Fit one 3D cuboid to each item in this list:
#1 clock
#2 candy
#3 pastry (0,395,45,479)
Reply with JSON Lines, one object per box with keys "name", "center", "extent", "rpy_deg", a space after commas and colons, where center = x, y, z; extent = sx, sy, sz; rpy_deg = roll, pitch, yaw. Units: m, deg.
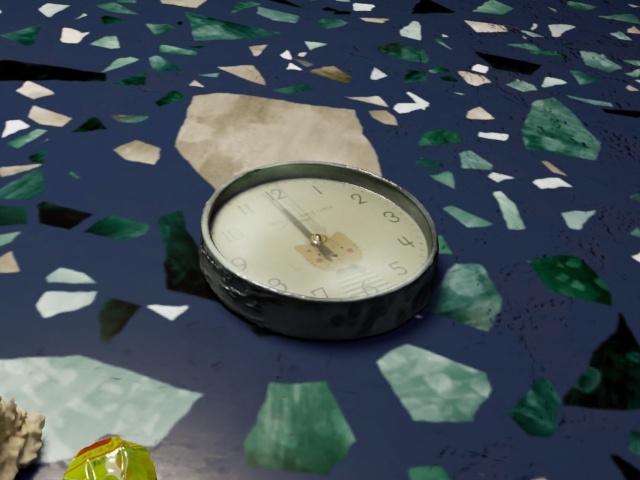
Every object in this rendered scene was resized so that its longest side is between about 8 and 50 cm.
{"name": "clock", "center": [0.000, 0.000, 0.750], "extent": [0.225, 0.049, 0.226], "rpy_deg": [5, 37, -4]}
{"name": "candy", "center": [-0.105, 0.200, 0.471], "extent": [0.058, 0.062, 0.194], "rpy_deg": [34, 19, -51]}
{"name": "pastry", "center": [-0.247, 0.168, 0.457], "extent": [0.121, 0.089, 0.258], "rpy_deg": [19, 39, -4]}
